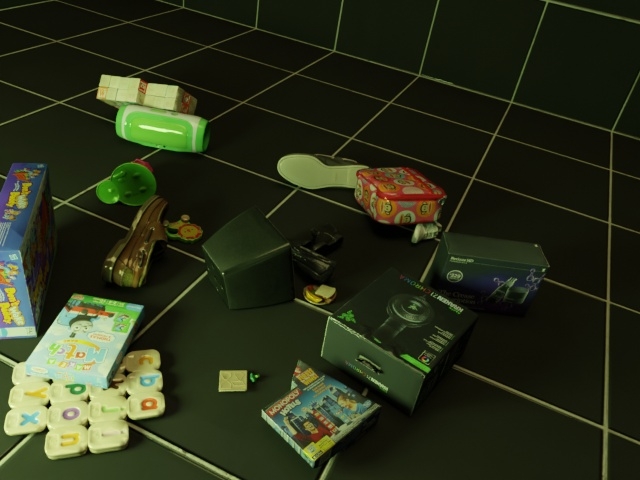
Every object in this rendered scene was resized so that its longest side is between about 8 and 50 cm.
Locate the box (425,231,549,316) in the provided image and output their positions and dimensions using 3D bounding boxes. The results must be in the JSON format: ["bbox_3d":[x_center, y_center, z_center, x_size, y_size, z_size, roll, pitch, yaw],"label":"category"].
[{"bbox_3d":[0.428,0.090,1.501,0.261,0.184,0.103,7,34,-4],"label":"box"}]

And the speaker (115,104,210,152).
[{"bbox_3d":[-0.536,-0.383,1.968,0.297,0.131,0.131,10,35,-1],"label":"speaker"}]

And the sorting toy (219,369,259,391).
[{"bbox_3d":[-0.169,0.295,1.200,0.083,0.012,0.062,1,31,-7],"label":"sorting toy"}]

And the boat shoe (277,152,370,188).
[{"bbox_3d":[0.011,-0.232,1.932,0.335,0.112,0.095,5,17,-17],"label":"boat shoe"}]

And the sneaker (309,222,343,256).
[{"bbox_3d":[0.000,-0.002,1.640,0.089,0.051,0.170,31,35,27],"label":"sneaker"}]

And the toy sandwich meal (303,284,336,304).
[{"bbox_3d":[-0.002,0.132,1.461,0.086,0.029,0.085,7,35,-5],"label":"toy sandwich meal"}]

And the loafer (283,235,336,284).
[{"bbox_3d":[-0.052,0.031,1.538,0.223,0.076,0.078,36,81,27],"label":"loafer"}]

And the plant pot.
[{"bbox_3d":[-0.183,0.058,1.402,0.167,0.187,0.188,-23,46,-22],"label":"plant pot"}]

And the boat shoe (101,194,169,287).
[{"bbox_3d":[-0.441,0.007,1.469,0.104,0.110,0.307,18,46,-1],"label":"boat shoe"}]

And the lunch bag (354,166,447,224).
[{"bbox_3d":[0.262,-0.146,1.822,0.258,0.120,0.293,-2,24,-16],"label":"lunch bag"}]

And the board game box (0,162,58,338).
[{"bbox_3d":[-0.662,0.012,1.279,0.078,0.233,0.347,-1,36,-15],"label":"board game box"}]

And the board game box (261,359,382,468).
[{"bbox_3d":[-0.015,0.336,1.142,0.194,0.060,0.194,-24,46,-40],"label":"board game box"}]

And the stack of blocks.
[{"bbox_3d":[-0.615,-0.505,2.042,0.297,0.087,0.171,11,-3,20],"label":"stack of blocks"}]

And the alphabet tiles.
[{"bbox_3d":[-0.452,0.293,1.121,0.278,0.021,0.284,-3,37,-19],"label":"alphabet tiles"}]

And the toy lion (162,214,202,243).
[{"bbox_3d":[-0.382,-0.025,1.588,0.100,0.034,0.096,-17,50,-33],"label":"toy lion"}]

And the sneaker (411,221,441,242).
[{"bbox_3d":[0.327,-0.030,1.761,0.061,0.053,0.152,29,38,20],"label":"sneaker"}]

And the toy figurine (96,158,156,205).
[{"bbox_3d":[-0.567,-0.183,1.720,0.173,0.130,0.159,-18,23,1],"label":"toy figurine"}]

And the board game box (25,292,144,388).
[{"bbox_3d":[-0.479,0.202,1.189,0.160,0.039,0.211,10,36,-1],"label":"board game box"}]

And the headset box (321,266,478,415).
[{"bbox_3d":[0.174,0.220,1.295,0.246,0.131,0.283,30,40,27],"label":"headset box"}]
